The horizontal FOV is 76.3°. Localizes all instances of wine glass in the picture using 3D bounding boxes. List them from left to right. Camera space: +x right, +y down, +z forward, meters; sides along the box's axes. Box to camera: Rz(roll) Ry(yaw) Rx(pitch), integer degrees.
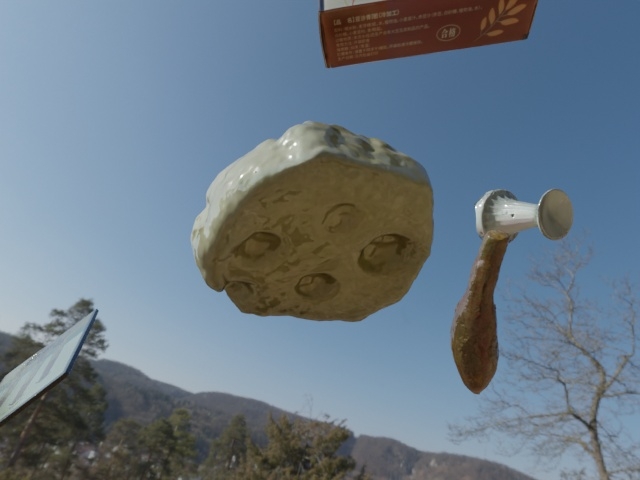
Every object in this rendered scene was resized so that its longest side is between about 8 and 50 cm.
[{"bbox_3d":[0.533,-0.067,1.075,0.165,0.164,0.197,28,-12,-20],"label":"wine glass"}]

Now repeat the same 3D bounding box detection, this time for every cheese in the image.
[{"bbox_3d":[0.000,0.000,0.554,0.318,0.115,0.326,-22,-47,5],"label":"cheese"}]

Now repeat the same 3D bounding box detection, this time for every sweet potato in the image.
[{"bbox_3d":[0.352,0.168,0.916,0.109,0.384,0.109,0,11,0],"label":"sweet potato"}]

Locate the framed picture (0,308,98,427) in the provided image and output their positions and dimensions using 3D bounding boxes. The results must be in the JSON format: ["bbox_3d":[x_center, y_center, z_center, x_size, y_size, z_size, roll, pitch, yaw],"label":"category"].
[{"bbox_3d":[-0.572,0.268,0.810,0.013,0.244,0.324,55,-10,-20],"label":"framed picture"}]

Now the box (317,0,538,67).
[{"bbox_3d":[0.188,-0.525,0.840,0.386,0.344,0.122,-6,-36,7],"label":"box"}]
